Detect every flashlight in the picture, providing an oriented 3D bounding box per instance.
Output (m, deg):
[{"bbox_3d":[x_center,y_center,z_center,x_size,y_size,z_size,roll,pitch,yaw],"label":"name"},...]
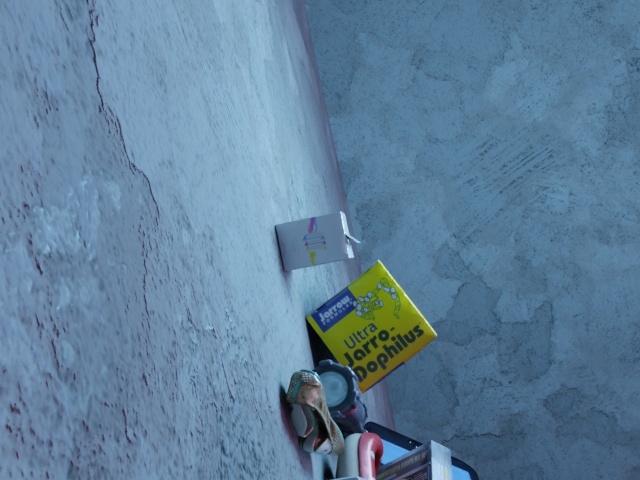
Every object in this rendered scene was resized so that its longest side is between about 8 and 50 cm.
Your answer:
[{"bbox_3d":[0.034,0.303,1.284,0.304,0.103,0.103,70,36,-69],"label":"flashlight"}]

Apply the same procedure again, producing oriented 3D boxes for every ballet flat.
[{"bbox_3d":[-0.015,0.290,1.066,0.067,0.073,0.206,-56,138,-41],"label":"ballet flat"}]

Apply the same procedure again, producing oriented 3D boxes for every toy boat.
[{"bbox_3d":[0.102,0.453,1.209,0.231,0.151,0.151,-89,-176,-60],"label":"toy boat"}]

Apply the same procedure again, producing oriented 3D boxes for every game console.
[{"bbox_3d":[0.264,0.609,1.772,0.060,0.342,0.386,-63,176,5],"label":"game console"}]

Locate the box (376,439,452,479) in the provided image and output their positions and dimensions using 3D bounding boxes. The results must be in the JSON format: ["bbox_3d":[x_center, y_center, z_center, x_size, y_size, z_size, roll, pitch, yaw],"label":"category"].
[{"bbox_3d":[0.152,0.510,1.286,0.056,0.231,0.183,33,38,-22],"label":"box"}]

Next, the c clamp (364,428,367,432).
[{"bbox_3d":[0.097,0.456,1.619,0.137,0.022,0.160,58,-7,33],"label":"c clamp"}]

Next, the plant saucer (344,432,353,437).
[{"bbox_3d":[0.086,0.470,1.500,0.168,0.029,0.168,155,-90,-84],"label":"plant saucer"}]

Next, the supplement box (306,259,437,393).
[{"bbox_3d":[0.125,0.195,1.510,0.195,0.194,0.356,52,2,12],"label":"supplement box"}]

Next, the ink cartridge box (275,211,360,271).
[{"bbox_3d":[0.000,0.000,1.276,0.092,0.143,0.090,-1,79,-83],"label":"ink cartridge box"}]

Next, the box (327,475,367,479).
[{"bbox_3d":[0.033,0.425,1.052,0.101,0.087,0.102,62,17,-66],"label":"box"}]
